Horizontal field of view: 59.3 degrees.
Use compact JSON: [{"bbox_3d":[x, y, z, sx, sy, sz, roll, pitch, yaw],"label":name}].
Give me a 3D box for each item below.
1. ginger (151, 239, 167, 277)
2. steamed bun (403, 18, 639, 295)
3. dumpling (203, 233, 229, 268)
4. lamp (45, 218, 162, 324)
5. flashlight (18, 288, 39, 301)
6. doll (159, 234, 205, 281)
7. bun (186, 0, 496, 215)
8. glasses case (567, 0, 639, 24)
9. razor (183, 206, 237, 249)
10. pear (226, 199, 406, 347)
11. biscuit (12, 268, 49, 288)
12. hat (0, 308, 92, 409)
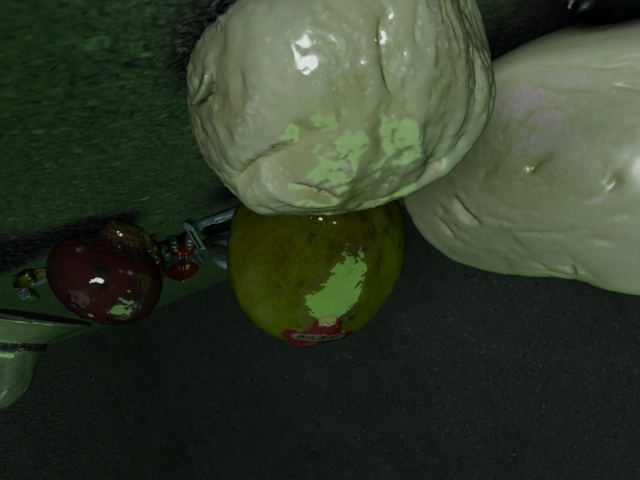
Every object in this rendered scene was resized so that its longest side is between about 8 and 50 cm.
[{"bbox_3d":[-0.343,0.046,1.048,0.103,0.073,0.162,-37,170,-23],"label":"ginger"},{"bbox_3d":[0.345,-0.116,0.651,0.456,0.289,0.371,3,-164,39],"label":"steamed bun"},{"bbox_3d":[-0.099,0.036,1.216,0.270,0.211,0.320,-19,168,0],"label":"dumpling"},{"bbox_3d":[-0.290,0.039,0.777,0.134,0.156,0.157,-61,-153,6],"label":"lamp"},{"bbox_3d":[-0.555,0.105,1.072,0.018,0.018,0.083,-20,176,-17],"label":"flashlight"},{"bbox_3d":[-0.295,0.041,1.186,0.102,0.075,0.227,-6,163,-15],"label":"doll"},{"bbox_3d":[0.025,-0.097,0.407,0.244,0.153,0.244,-24,173,-3],"label":"bun"},{"bbox_3d":[0.332,-0.252,0.402,0.122,0.075,0.314,-23,-179,-38],"label":"glasses case"},{"bbox_3d":[-0.146,-0.053,1.041,0.211,0.036,0.084,-26,156,-9],"label":"razor"},{"bbox_3d":[0.000,0.000,0.875,0.287,0.287,0.375,-20,153,-24],"label":"pear"},{"bbox_3d":[-0.419,0.052,1.016,0.048,0.026,0.292,-27,175,21],"label":"biscuit"},{"bbox_3d":[-0.434,0.148,0.710,0.257,0.130,0.257,8,169,2],"label":"hat"}]
